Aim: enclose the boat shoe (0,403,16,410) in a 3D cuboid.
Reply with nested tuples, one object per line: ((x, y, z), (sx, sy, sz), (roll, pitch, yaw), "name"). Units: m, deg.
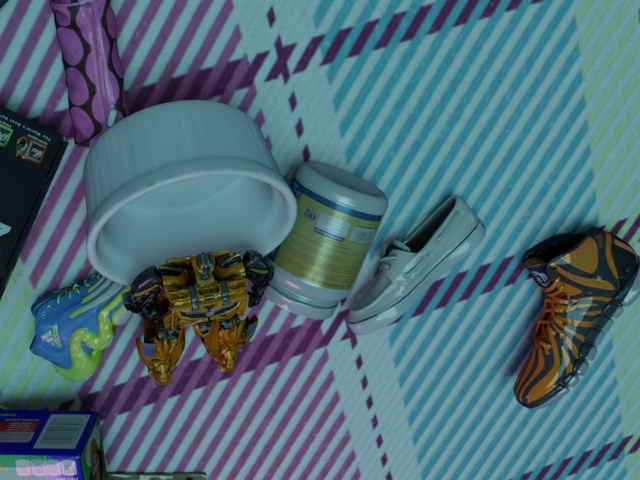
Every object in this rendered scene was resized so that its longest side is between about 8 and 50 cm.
((-0.452, 0.306, 1.349), (0.056, 0.048, 0.153), (-36, 109, 17), "boat shoe")

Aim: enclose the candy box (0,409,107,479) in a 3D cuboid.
((-0.455, 0.416, 1.305), (0.268, 0.122, 0.317), (0, 115, 3), "candy box")

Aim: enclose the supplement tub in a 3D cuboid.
((0.000, 0.000, 1.281), (0.144, 0.144, 0.200), (18, 105, -19), "supplement tub")

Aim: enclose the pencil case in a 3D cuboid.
((-0.297, -0.226, 1.145), (0.095, 0.098, 0.209), (-11, 112, -10), "pencil case")

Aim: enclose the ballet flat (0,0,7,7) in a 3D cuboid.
((-0.498, -0.251, 1.015), (0.123, 0.123, 0.348), (48, 60, -25), "ballet flat")

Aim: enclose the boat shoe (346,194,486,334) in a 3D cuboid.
((0.135, 0.036, 1.358), (0.267, 0.096, 0.088), (-39, 111, 2), "boat shoe")

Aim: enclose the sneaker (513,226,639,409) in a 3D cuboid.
((0.384, 0.114, 1.447), (0.180, 0.124, 0.321), (35, 89, -19), "sneaker")

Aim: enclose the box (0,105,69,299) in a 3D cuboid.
((-0.549, -0.070, 1.048), (0.395, 0.097, 0.318), (27, 61, -22), "box")

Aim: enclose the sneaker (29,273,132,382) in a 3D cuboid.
((-0.344, 0.093, 1.263), (0.126, 0.091, 0.240), (26, 102, -19), "sneaker")

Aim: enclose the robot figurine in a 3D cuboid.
((-0.171, 0.107, 1.229), (0.211, 0.085, 0.291), (-10, 153, -18), "robot figurine")

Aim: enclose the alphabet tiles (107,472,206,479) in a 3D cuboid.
((-0.324, 0.515, 1.476), (0.342, 0.011, 0.285), (4, 109, -15), "alphabet tiles")

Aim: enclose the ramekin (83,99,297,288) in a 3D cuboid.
((-0.181, -0.061, 1.157), (0.277, 0.135, 0.277), (-15, 151, -8), "ramekin")
